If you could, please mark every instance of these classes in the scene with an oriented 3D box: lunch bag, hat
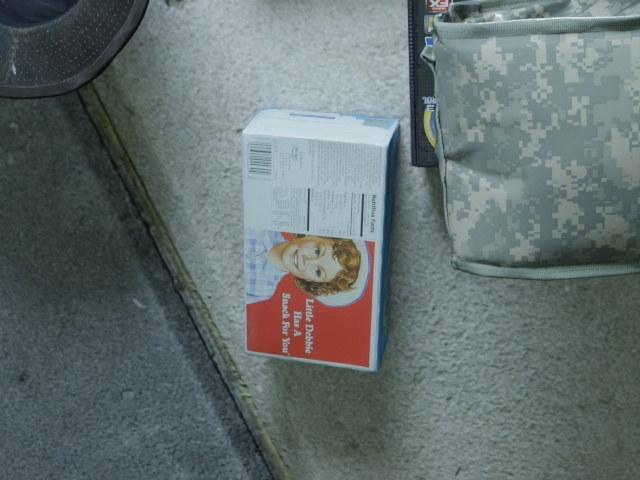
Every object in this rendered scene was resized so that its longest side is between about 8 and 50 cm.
[{"bbox_3d":[0.238,-0.097,0.909,0.287,0.169,0.235,-3,113,10],"label":"lunch bag"},{"bbox_3d":[-0.278,-0.299,1.038,0.331,0.134,0.331,1,95,16],"label":"hat"}]

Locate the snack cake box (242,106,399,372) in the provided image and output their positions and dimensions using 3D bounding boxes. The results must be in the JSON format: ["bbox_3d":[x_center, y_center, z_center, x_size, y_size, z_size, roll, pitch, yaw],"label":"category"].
[{"bbox_3d":[0.000,0.000,1.124,0.152,0.089,0.264,6,115,10],"label":"snack cake box"}]

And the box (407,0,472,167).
[{"bbox_3d":[0.221,-0.176,1.004,0.270,0.060,0.216,3,113,13],"label":"box"}]
